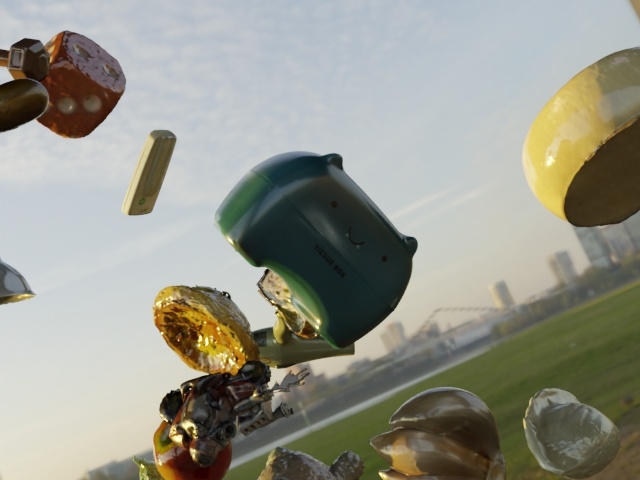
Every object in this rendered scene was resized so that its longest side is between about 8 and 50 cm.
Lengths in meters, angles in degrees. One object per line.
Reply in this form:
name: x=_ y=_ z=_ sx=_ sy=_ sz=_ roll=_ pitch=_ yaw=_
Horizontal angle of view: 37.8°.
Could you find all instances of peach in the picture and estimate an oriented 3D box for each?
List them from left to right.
peach: x=-0.297 y=0.505 z=2.220 sx=0.197 sy=0.197 sz=0.197 roll=-23 pitch=-10 yaw=-4

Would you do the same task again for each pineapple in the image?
pineapple: x=-0.039 y=0.087 z=1.906 sx=0.186 sy=0.236 sz=0.114 roll=-14 pitch=-15 yaw=30

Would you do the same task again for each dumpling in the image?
dumpling: x=0.426 y=0.329 z=1.606 sx=0.216 sy=0.166 sz=0.126 roll=-28 pitch=-30 yaw=-26

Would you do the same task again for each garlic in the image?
garlic: x=0.287 y=0.477 z=2.156 sx=0.325 sy=0.279 sz=0.132 roll=23 pitch=-12 yaw=-3

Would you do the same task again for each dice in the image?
dice: x=-0.553 y=-0.349 z=2.081 sx=0.174 sy=0.179 sz=0.175 roll=-37 pitch=30 yaw=22

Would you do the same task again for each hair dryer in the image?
hair dryer: x=-0.030 y=0.249 z=2.404 sx=0.296 sy=0.119 sz=0.298 roll=9 pitch=-30 yaw=-24

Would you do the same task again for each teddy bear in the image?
teddy bear: x=0.005 y=0.471 z=1.599 sx=0.236 sy=0.267 sz=0.151 roll=-62 pitch=13 yaw=-8

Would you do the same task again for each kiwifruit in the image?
kiwifruit: x=-0.473 y=-0.206 z=1.428 sx=0.124 sy=0.075 sz=0.075 roll=-32 pitch=-3 yaw=-39

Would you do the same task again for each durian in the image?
durian: x=-0.366 y=0.627 z=2.313 sx=0.101 sy=0.250 sz=0.139 roll=-37 pitch=-28 yaw=-26

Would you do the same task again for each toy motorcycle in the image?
toy motorcycle: x=-0.178 y=0.358 z=2.005 sx=0.401 sy=0.207 sz=0.134 roll=-23 pitch=-43 yaw=17

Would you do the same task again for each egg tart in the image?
egg tart: x=-0.254 y=0.202 z=2.179 sx=0.290 sy=0.290 sz=0.115 roll=-37 pitch=14 yaw=52

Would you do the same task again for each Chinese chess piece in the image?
Chinese chess piece: x=0.511 y=-0.171 z=1.598 sx=0.338 sy=0.140 sz=0.338 roll=-19 pitch=-34 yaw=-14

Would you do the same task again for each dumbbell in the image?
dumbbell: x=-0.638 y=-0.357 z=1.810 sx=0.231 sy=0.092 sz=0.082 roll=12 pitch=5 yaw=14

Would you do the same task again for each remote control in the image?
remote control: x=-0.415 y=-0.162 z=2.296 sx=0.090 sy=0.049 sz=0.230 roll=-12 pitch=-48 yaw=-55

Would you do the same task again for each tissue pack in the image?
tissue pack: x=0.000 y=0.000 z=1.397 sx=0.206 sy=0.287 sz=0.198 roll=-44 pitch=18 yaw=-5

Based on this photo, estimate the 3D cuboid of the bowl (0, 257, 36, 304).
bowl: x=-0.601 y=0.072 z=1.645 sx=0.189 sy=0.086 sz=0.189 roll=-9 pitch=-6 yaw=-1
